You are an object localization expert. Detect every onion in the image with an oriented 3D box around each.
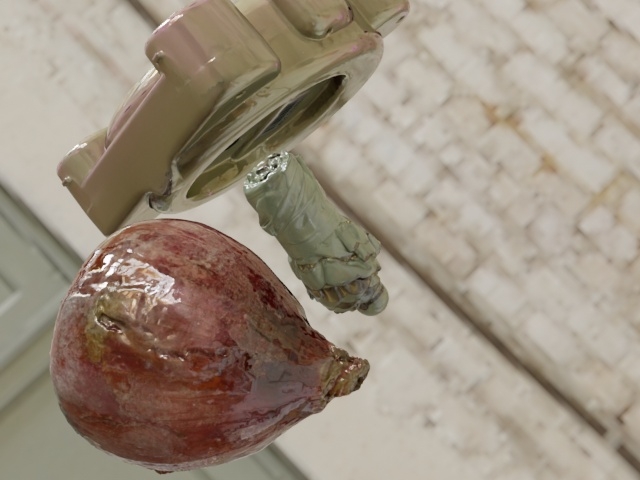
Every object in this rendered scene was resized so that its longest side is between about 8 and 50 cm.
[{"bbox_3d":[-0.066,0.069,1.161,0.195,0.159,0.159,10,-31,18],"label":"onion"}]

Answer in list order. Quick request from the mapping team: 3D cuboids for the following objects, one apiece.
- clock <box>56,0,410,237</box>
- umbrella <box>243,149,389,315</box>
[{"bbox_3d":[-0.073,-0.140,1.765,0.114,0.309,0.284,51,-44,9],"label":"clock"},{"bbox_3d":[0.000,0.000,1.334,0.062,0.067,0.143,-15,-55,47],"label":"umbrella"}]
